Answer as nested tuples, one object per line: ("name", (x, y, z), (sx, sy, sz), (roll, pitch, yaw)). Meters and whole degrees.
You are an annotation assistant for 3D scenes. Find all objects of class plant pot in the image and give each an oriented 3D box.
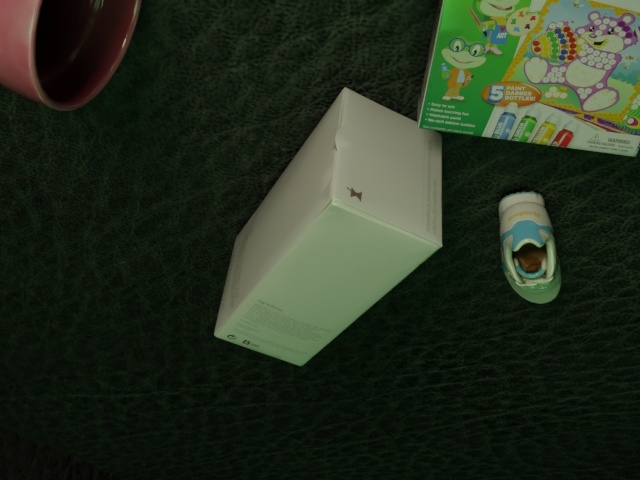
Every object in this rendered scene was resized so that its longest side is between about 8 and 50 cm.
("plant pot", (-0.303, -0.255, 0.691), (0.180, 0.201, 0.201), (24, 142, 5))

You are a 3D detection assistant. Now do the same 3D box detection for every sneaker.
("sneaker", (0.303, 0.034, 1.010), (0.087, 0.092, 0.228), (-11, 139, 20))

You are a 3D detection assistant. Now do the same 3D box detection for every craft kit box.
("craft kit box", (0.242, -0.212, 0.712), (0.250, 0.061, 0.246), (7, 131, 3))

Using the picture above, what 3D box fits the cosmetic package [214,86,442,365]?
("cosmetic package", (0.000, 0.000, 0.940), (0.155, 0.197, 0.365), (23, 141, -18))
